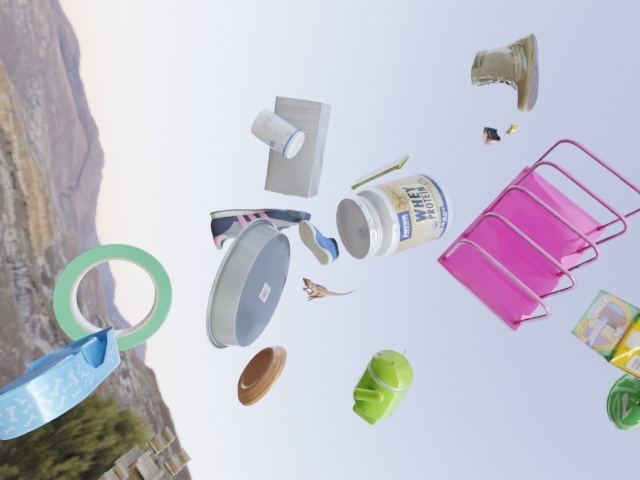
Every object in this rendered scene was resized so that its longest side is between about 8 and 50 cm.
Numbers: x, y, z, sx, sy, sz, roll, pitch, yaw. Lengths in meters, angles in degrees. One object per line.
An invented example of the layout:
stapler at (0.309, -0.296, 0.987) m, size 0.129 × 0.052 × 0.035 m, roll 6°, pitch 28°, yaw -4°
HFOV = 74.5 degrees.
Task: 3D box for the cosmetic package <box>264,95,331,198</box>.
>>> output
cosmetic package at (-0.057, -0.234, 1.067) m, size 0.127 × 0.107 × 0.238 m, roll 14°, pitch -72°, yaw 12°

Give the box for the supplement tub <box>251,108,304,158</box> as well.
supplement tub at (-0.096, -0.242, 0.959) m, size 0.107 × 0.071 × 0.071 m, roll 34°, pitch -43°, yaw 6°

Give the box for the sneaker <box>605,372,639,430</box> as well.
sneaker at (0.787, 0.345, 0.976) m, size 0.109 × 0.123 × 0.296 m, roll 42°, pitch -60°, yaw 19°

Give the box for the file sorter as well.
file sorter at (0.405, -0.012, 0.781) m, size 0.202 × 0.290 × 0.182 m, roll 44°, pitch -10°, yaw 12°

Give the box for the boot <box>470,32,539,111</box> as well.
boot at (0.492, -0.434, 1.134) m, size 0.165 × 0.077 × 0.214 m, roll -2°, pitch -102°, yaw 38°

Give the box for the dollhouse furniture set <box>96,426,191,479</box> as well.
dollhouse furniture set at (-0.463, 0.681, 1.127) m, size 0.161 × 0.212 × 0.242 m, roll -45°, pitch -100°, yaw 24°

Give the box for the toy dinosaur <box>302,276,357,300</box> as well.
toy dinosaur at (0.008, 0.169, 1.369) m, size 0.112 × 0.211 × 0.064 m, roll -6°, pitch -108°, yaw 44°

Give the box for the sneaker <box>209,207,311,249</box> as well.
sneaker at (-0.184, -0.034, 1.313) m, size 0.112 × 0.318 × 0.131 m, roll 11°, pitch 77°, yaw -83°

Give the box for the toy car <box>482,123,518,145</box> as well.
toy car at (0.473, -0.269, 1.101) m, size 0.041 × 0.121 × 0.060 m, roll 107°, pitch -31°, yaw -49°

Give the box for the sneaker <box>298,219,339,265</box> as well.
sneaker at (-0.001, 0.001, 1.261) m, size 0.058 × 0.084 × 0.152 m, roll -43°, pitch -102°, yaw 32°

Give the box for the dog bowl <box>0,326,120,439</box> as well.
dog bowl at (-0.464, 0.244, 0.750) m, size 0.297 × 0.165 × 0.074 m, roll -143°, pitch -150°, yaw -82°

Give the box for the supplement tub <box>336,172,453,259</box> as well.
supplement tub at (0.231, -0.074, 1.331) m, size 0.228 × 0.316 × 0.229 m, roll 43°, pitch -38°, yaw 47°

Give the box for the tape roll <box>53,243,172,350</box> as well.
tape roll at (-0.620, 0.169, 1.279) m, size 0.077 × 0.320 × 0.322 m, roll 179°, pitch -98°, yaw -67°

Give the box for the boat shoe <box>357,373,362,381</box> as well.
boat shoe at (0.184, 0.446, 1.418) m, size 0.049 × 0.137 × 0.043 m, roll 44°, pitch -12°, yaw 44°

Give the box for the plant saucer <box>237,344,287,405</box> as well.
plant saucer at (-0.182, 0.393, 1.254) m, size 0.037 × 0.200 × 0.200 m, roll 43°, pitch -25°, yaw -18°

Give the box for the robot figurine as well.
robot figurine at (0.089, 0.206, 0.599) m, size 0.067 × 0.101 × 0.115 m, roll 34°, pitch -65°, yaw 21°

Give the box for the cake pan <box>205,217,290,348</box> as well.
cake pan at (-0.141, 0.099, 0.901) m, size 0.054 × 0.293 × 0.294 m, roll 18°, pitch -59°, yaw 14°

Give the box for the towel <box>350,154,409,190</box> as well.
towel at (0.226, -0.258, 1.605) m, size 0.237 × 0.102 × 0.021 m, roll -21°, pitch -72°, yaw 42°

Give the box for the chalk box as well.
chalk box at (0.692, 0.209, 0.964) m, size 0.132 × 0.132 × 0.213 m, roll -63°, pitch 180°, yaw 12°
